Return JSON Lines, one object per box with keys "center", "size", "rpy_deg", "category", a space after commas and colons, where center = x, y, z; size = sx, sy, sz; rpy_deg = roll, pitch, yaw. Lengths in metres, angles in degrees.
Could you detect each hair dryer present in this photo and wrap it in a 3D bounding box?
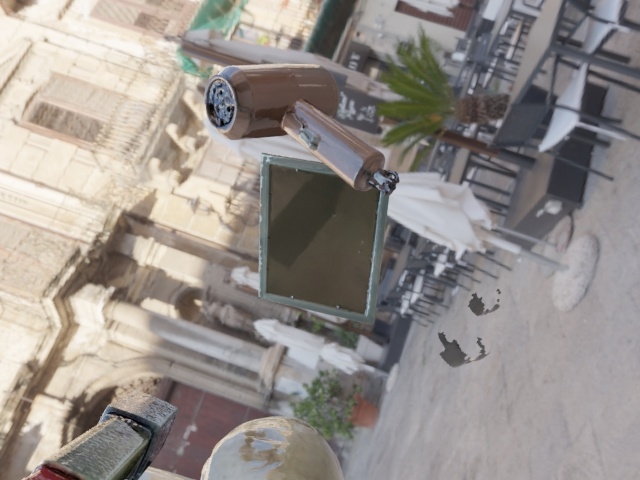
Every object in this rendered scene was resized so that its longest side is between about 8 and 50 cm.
{"center": [-0.005, -0.091, 0.510], "size": [0.117, 0.181, 0.064], "rpy_deg": [-16, -45, -41], "category": "hair dryer"}

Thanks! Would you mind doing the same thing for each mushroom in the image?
{"center": [-0.130, 0.386, 0.808], "size": [0.314, 0.336, 0.314], "rpy_deg": [9, -90, -79], "category": "mushroom"}

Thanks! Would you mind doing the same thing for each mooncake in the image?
{"center": [0.276, 0.052, 0.513], "size": [0.150, 0.346, 0.057], "rpy_deg": [59, -163, -32], "category": "mooncake"}

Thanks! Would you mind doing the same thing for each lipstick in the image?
{"center": [-0.156, 0.159, 0.437], "size": [0.312, 0.051, 0.051], "rpy_deg": [128, 167, -82], "category": "lipstick"}

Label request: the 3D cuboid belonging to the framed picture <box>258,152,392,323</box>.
{"center": [0.000, 0.000, 0.664], "size": [0.011, 0.142, 0.183], "rpy_deg": [-55, -28, -59], "category": "framed picture"}
